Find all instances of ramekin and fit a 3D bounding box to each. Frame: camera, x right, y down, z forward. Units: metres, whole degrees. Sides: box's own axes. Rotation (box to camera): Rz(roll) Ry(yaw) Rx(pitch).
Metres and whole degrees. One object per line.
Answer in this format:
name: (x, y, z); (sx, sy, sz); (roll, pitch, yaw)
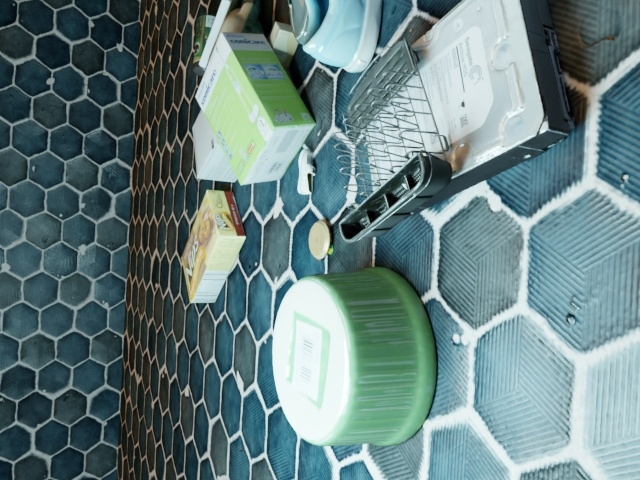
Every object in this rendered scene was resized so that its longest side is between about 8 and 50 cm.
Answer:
ramekin: (0.038, 0.194, 0.920); (0.303, 0.148, 0.303); (-9, 80, 60)

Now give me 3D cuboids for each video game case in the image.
video game case: (-0.260, -0.621, 1.537); (0.227, 0.026, 0.206); (-50, 14, 46)

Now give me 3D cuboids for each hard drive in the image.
hard drive: (0.182, -0.189, 0.789); (0.339, 0.064, 0.236); (-26, 65, 56)

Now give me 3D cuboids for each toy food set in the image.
toy food set: (0.000, 0.000, 1.134); (0.083, 0.020, 0.082); (-15, 75, 59)

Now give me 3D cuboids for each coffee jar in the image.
coffee jar: (-0.363, -0.625, 1.769); (0.096, 0.079, 0.184); (10, 96, 58)

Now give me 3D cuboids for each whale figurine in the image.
whale figurine: (-0.195, -0.530, 1.448); (0.216, 0.141, 0.272); (-47, 24, 50)

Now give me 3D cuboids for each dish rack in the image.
dish rack: (0.088, -0.152, 0.813); (0.208, 0.074, 0.271); (-41, 53, 51)

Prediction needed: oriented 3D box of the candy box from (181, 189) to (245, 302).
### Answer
candy box: (-0.327, 0.024, 1.639); (0.316, 0.088, 0.183); (-59, 40, 41)

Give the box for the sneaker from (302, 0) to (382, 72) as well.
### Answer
sneaker: (0.030, -0.502, 0.994); (0.135, 0.150, 0.365); (-6, 82, 59)

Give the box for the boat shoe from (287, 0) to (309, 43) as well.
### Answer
boat shoe: (-0.062, -0.578, 1.214); (0.116, 0.099, 0.319); (-25, 66, 57)

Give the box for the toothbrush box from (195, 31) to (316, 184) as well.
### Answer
toothbrush box: (-0.159, -0.305, 1.274); (0.283, 0.122, 0.206); (60, 140, 18)

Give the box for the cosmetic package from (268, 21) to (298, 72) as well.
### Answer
cosmetic package: (-0.095, -0.453, 1.303); (0.115, 0.060, 0.041); (-62, 40, 39)

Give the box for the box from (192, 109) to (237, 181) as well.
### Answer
box: (-0.274, -0.288, 1.543); (0.182, 0.119, 0.181); (-42, 52, 51)

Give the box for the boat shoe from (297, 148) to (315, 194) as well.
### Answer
boat shoe: (-0.026, -0.149, 1.187); (0.035, 0.035, 0.100); (4, 87, 33)
